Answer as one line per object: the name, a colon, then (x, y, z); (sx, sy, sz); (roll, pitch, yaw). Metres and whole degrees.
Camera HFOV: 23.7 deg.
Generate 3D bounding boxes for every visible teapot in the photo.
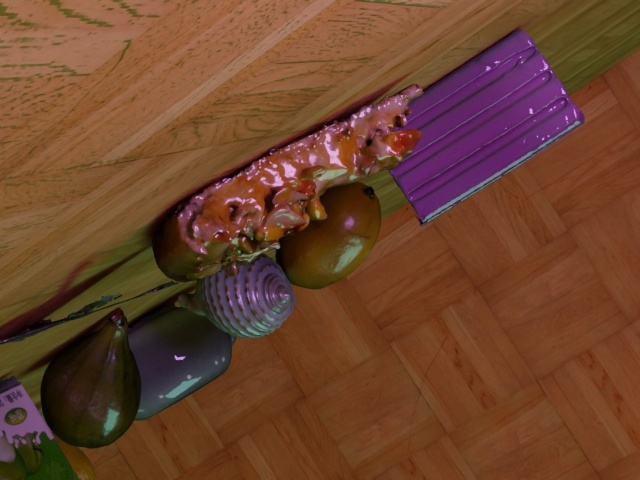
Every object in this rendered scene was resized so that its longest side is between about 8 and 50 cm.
teapot: (-0.220, 0.163, 2.126); (0.294, 0.129, 0.193); (-29, 176, -22)

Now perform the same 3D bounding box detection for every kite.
kite: (-0.223, 0.067, 1.366); (0.229, 0.012, 0.250); (-20, 180, -31)

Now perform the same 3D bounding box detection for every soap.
soap: (0.160, -0.118, 1.595); (0.203, 0.122, 0.065); (-32, 176, 3)

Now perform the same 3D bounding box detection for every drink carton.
drink carton: (-0.347, 0.305, 1.697); (0.108, 0.271, 0.161); (-34, 177, 30)

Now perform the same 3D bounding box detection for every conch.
conch: (-0.095, 0.059, 1.905); (0.135, 0.153, 0.102); (-11, 119, -50)

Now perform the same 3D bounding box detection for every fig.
fig: (-0.281, 0.156, 1.844); (0.127, 0.184, 0.133); (9, -156, 26)

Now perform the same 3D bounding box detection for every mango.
mango: (0.000, 0.000, 1.956); (0.147, 0.109, 0.227); (-58, -171, -29)

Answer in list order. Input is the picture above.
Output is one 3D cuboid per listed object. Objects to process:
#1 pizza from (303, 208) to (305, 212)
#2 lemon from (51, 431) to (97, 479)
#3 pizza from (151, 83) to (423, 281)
pizza: (-0.054, -0.027, 1.778); (0.100, 0.029, 0.099); (-35, 168, 5)
lemon: (-0.472, 0.410, 2.462); (0.240, 0.240, 0.219); (-35, -173, 39)
pizza: (-0.043, -0.031, 1.414); (0.288, 0.074, 0.251); (-28, 178, -28)
